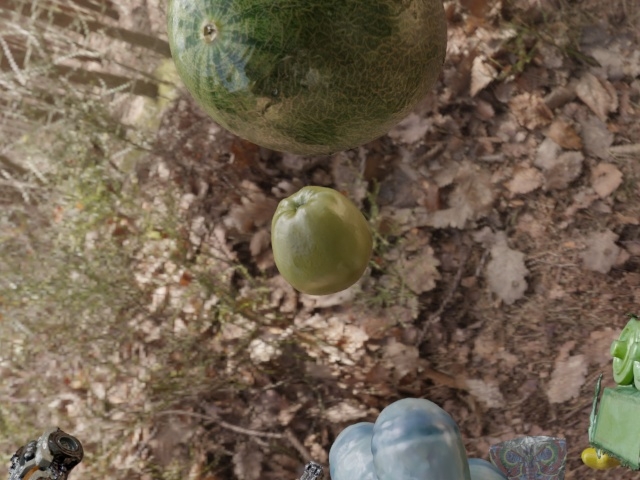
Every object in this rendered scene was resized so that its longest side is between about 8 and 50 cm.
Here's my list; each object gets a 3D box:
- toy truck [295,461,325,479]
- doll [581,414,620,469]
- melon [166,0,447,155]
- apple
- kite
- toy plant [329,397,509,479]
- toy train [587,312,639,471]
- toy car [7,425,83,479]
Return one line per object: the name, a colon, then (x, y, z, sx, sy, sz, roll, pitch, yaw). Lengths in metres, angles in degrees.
toy truck: (-0.024, 0.482, 1.606, 0.039, 0.083, 0.044, 12, 135, 32)
doll: (0.521, 0.363, 1.498, 0.071, 0.135, 0.113, 5, 58, 18)
melon: (-0.001, -0.117, 0.457, 0.139, 0.192, 0.139, 8, 105, 31)
apple: (0.000, 0.000, 1.478, 0.200, 0.200, 0.200, -6, 80, 36)
kite: (0.400, 0.497, 1.536, 0.152, 0.015, 0.285, -10, 43, 17)
toy plant: (0.097, 0.283, 0.728, 0.247, 0.247, 0.332, -63, 30, 12)
toy train: (0.415, 0.187, 0.940, 0.159, 0.271, 0.188, 13, 84, 6)
toy car: (-0.546, 0.480, 1.532, 0.193, 0.118, 0.301, -54, 21, 12)
